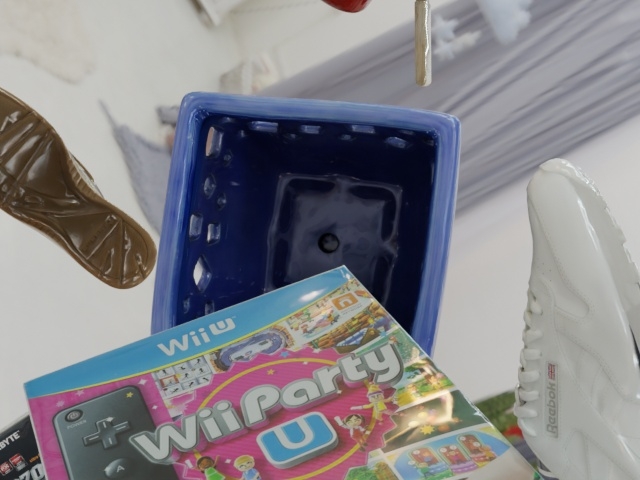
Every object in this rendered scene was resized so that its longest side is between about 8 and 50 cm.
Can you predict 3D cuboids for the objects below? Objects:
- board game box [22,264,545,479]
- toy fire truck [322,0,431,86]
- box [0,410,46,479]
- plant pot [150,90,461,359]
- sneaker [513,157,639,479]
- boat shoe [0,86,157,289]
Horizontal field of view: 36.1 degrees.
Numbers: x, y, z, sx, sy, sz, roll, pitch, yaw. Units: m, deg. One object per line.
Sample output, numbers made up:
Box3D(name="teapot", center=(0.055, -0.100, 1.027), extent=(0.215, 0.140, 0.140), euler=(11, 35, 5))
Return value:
Box3D(name="board game box", center=(-0.018, 0.153, 0.519), extent=(0.303, 0.224, 0.097), euler=(-134, -152, -56))
Box3D(name="toy fire truck", center=(0.068, -0.314, 1.200), extent=(0.246, 0.158, 0.217), euler=(44, 35, 6))
Box3D(name="box", center=(-0.407, 0.339, 1.539), extent=(0.175, 0.220, 0.051), euler=(57, -3, -10))
Box3D(name="plant pot", center=(0.000, 0.000, 0.877), extent=(0.212, 0.236, 0.236), euler=(-13, 110, -80))
Box3D(name="sneaker", center=(0.147, 0.071, 0.550), extent=(0.090, 0.094, 0.235), euler=(-41, 113, -69))
Box3D(name="boat shoe", center=(-0.364, -0.070, 1.309), extent=(0.342, 0.123, 0.123), euler=(44, -12, -22))
